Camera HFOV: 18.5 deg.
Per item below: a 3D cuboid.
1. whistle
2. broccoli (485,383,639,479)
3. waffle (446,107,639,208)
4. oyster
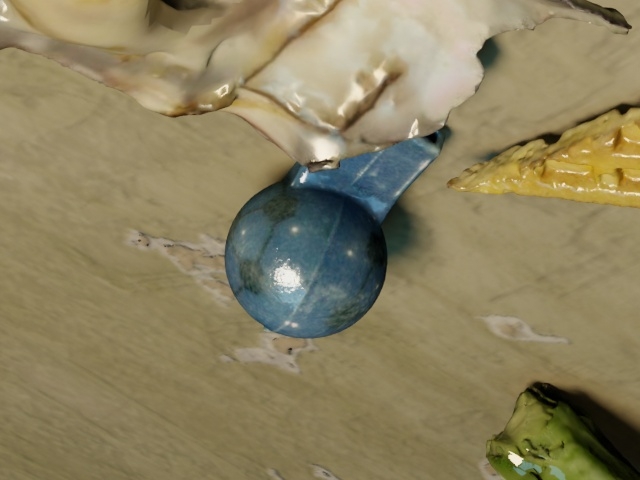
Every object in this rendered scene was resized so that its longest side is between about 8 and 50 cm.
[{"bbox_3d":[0.000,0.000,0.978,0.090,0.090,0.158,24,147,-11],"label":"whistle"},{"bbox_3d":[0.216,0.190,1.158,0.275,0.177,0.198,44,-175,9],"label":"broccoli"},{"bbox_3d":[0.145,-0.055,0.874,0.191,0.032,0.125,6,148,14],"label":"waffle"},{"bbox_3d":[-0.034,-0.115,0.810,0.275,0.100,0.271,-17,138,24],"label":"oyster"}]
